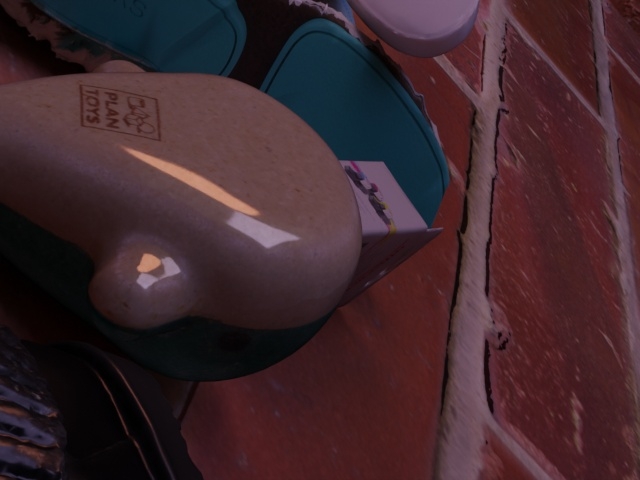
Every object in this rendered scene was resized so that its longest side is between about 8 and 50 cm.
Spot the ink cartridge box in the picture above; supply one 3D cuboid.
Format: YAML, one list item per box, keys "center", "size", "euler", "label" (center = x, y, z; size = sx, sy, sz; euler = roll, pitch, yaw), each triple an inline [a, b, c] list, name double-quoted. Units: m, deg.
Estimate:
- center: [0.000, 0.000, 1.055]
  size: [0.062, 0.104, 0.181]
  euler: [57, 21, 13]
  label: "ink cartridge box"

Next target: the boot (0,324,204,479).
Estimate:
- center: [-0.122, 0.139, 0.534]
  size: [0.260, 0.131, 0.348]
  euler: [34, 16, -53]
  label: "boot"

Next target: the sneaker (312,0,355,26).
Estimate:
- center: [-0.075, -0.211, 1.204]
  size: [0.366, 0.135, 0.150]
  euler: [21, 33, -51]
  label: "sneaker"

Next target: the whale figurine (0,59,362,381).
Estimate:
- center: [-0.116, -0.011, 0.848]
  size: [0.272, 0.141, 0.216]
  euler: [13, 36, -21]
  label: "whale figurine"

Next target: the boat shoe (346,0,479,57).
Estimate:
- center: [0.038, -0.233, 1.206]
  size: [0.102, 0.108, 0.301]
  euler: [81, -16, -54]
  label: "boat shoe"

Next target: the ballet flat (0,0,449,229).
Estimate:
- center: [-0.070, -0.133, 1.109]
  size: [0.409, 0.147, 0.147]
  euler: [36, 26, -35]
  label: "ballet flat"
